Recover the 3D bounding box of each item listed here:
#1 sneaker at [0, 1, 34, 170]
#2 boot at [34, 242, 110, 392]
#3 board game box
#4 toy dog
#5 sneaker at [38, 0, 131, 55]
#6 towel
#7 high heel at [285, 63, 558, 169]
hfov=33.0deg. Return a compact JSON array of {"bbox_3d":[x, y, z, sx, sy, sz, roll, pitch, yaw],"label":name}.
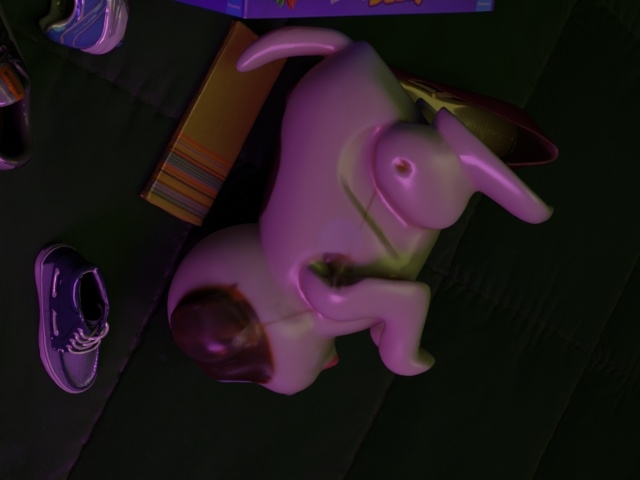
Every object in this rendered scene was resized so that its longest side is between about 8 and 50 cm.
[{"bbox_3d":[-0.322,-0.189,1.012,0.100,0.108,0.271,-36,133,-39],"label":"sneaker"},{"bbox_3d":[-0.271,0.100,1.209,0.069,0.086,0.189,-24,122,-33],"label":"boot"},{"bbox_3d":[-0.008,-0.300,1.172,0.347,0.233,0.078,-12,115,-39],"label":"board game box"},{"bbox_3d":[0.000,0.000,1.237,0.395,0.284,0.408,39,97,-18],"label":"toy dog"},{"bbox_3d":[-0.230,-0.292,1.085,0.081,0.080,0.211,-4,109,-44],"label":"sneaker"},{"bbox_3d":[-0.125,-0.137,1.289,0.102,0.021,0.237,31,85,-50],"label":"towel"},{"bbox_3d":[0.139,-0.156,1.400,0.377,0.181,0.127,-4,110,-41],"label":"high heel"}]
